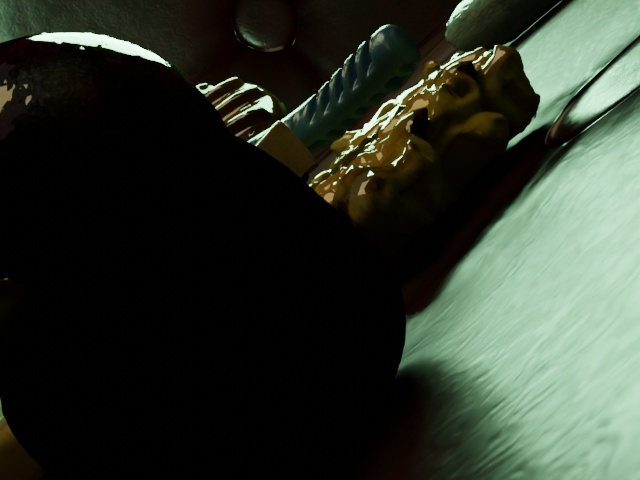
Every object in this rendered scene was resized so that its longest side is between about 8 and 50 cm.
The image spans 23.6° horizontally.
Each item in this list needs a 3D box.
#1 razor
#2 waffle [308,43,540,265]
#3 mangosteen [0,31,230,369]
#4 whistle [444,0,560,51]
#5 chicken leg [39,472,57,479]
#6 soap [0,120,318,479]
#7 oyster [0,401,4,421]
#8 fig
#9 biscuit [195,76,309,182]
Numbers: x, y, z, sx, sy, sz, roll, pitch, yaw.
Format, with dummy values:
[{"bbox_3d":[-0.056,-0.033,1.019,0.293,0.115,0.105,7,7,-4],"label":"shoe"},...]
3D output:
[{"bbox_3d":[-0.036,-0.042,0.925,0.253,0.042,0.082,-40,6,30],"label":"razor"},{"bbox_3d":[-0.004,0.003,0.888,0.329,0.062,0.329,-44,5,5],"label":"waffle"},{"bbox_3d":[-0.200,-0.014,1.224,0.311,0.311,0.311,-43,5,5],"label":"mangosteen"},{"bbox_3d":[0.227,-0.261,1.321,0.312,0.062,0.062,-39,6,39],"label":"whistle"},{"bbox_3d":[-0.253,0.200,1.181,0.105,0.063,0.234,-52,10,-35],"label":"chicken leg"},{"bbox_3d":[-0.086,0.032,0.788,0.092,0.037,0.252,-41,8,42],"label":"soap"},{"bbox_3d":[-0.385,0.262,1.635,0.204,0.111,0.396,-60,3,10],"label":"oyster"},{"bbox_3d":[-0.053,0.027,0.562,0.144,0.154,0.165,-62,-26,-17],"label":"fig"},{"bbox_3d":[-0.136,-0.031,1.508,0.268,0.115,0.366,-19,34,34],"label":"biscuit"}]
